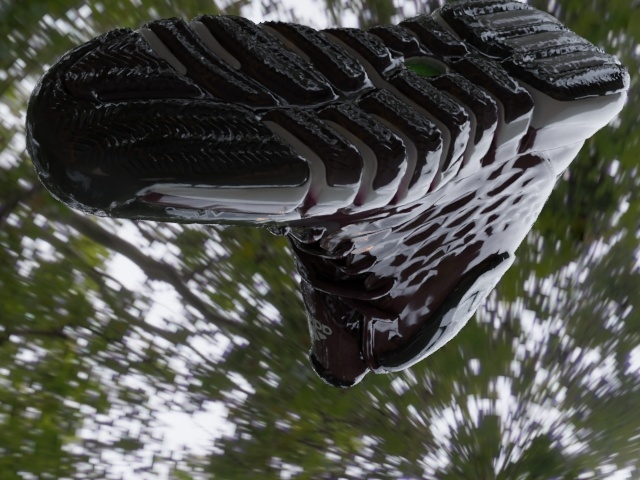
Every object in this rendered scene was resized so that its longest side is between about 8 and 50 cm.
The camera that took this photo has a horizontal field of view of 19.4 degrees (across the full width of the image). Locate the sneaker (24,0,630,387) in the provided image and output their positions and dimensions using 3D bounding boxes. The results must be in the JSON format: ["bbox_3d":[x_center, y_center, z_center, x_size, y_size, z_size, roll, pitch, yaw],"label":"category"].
[{"bbox_3d":[0.000,0.000,0.737,0.106,0.281,0.162,45,-52,35],"label":"sneaker"}]
